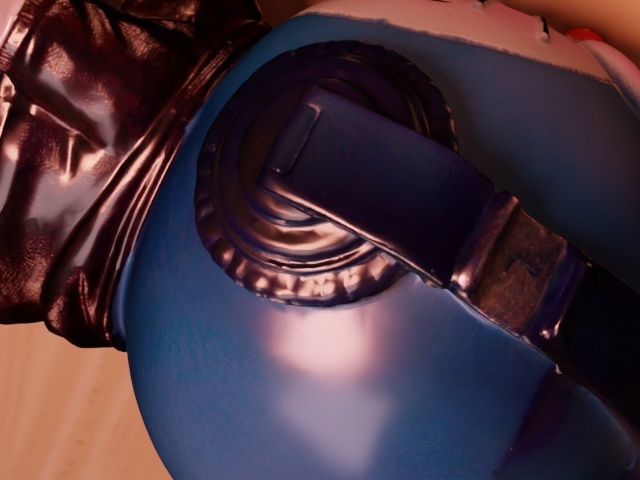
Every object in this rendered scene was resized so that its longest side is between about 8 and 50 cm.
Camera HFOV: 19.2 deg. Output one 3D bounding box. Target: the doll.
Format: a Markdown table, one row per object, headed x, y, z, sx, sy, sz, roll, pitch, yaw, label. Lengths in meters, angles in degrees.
| x | y | z | sx | sy | sz | roll | pitch | yaw | label |
| --- | --- | --- | --- | --- | --- | --- | --- | --- | --- |
| 0.000 | 0.000 | 0.735 | 0.310 | 0.240 | 0.284 | 25 | 167 | 12 | doll |
